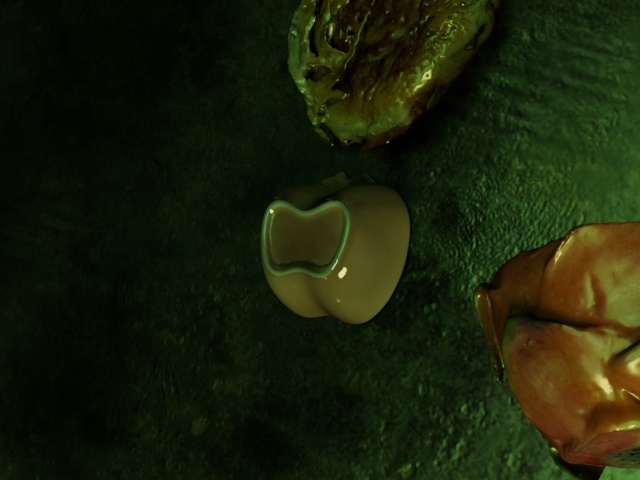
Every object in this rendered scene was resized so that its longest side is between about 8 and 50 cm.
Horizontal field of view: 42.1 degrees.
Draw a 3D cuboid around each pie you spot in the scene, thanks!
[{"bbox_3d":[0.073,-0.261,1.053,0.308,0.085,0.308,-8,75,35],"label":"pie"}]

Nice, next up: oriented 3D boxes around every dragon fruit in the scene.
[{"bbox_3d":[0.285,0.100,0.697,0.291,0.291,0.189,-16,68,32],"label":"dragon fruit"}]

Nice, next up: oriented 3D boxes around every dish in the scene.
[{"bbox_3d":[0.000,0.000,1.044,0.213,0.090,0.213,-8,76,34],"label":"dish"}]
